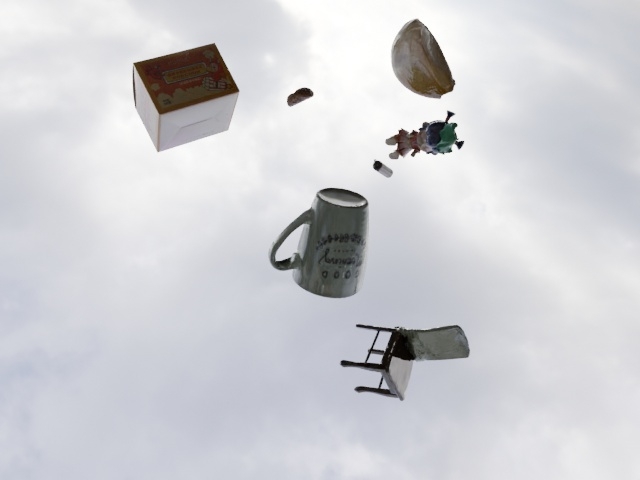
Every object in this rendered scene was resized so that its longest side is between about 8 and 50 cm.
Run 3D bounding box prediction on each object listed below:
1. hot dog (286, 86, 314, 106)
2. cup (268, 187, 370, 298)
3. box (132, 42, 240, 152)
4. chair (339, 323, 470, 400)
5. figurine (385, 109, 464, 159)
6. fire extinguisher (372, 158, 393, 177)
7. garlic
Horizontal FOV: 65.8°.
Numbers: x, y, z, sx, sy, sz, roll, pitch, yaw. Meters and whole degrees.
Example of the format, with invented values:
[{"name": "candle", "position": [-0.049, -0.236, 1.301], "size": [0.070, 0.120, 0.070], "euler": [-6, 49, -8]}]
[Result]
[{"name": "hot dog", "position": [-0.059, -0.399, 1.367], "size": [0.035, 0.083, 0.058], "euler": [63, -150, -20]}, {"name": "cup", "position": [0.000, 0.000, 1.223], "size": [0.257, 0.234, 0.186], "euler": [-3, -152, -22]}, {"name": "box", "position": [-0.457, -0.480, 1.667], "size": [0.283, 0.259, 0.214], "euler": [-26, -99, -25]}, {"name": "chair", "position": [0.241, 0.339, 1.399], "size": [0.319, 0.160, 0.186], "euler": [-2, -140, 31]}, {"name": "figurine", "position": [0.284, -0.282, 1.346], "size": [0.194, 0.112, 0.102], "euler": [1, -148, 33]}, {"name": "fire extinguisher", "position": [0.249, -0.295, 2.018], "size": [0.158, 0.043, 0.064], "euler": [16, -125, -60]}, {"name": "garlic", "position": [0.264, -0.479, 1.289], "size": [0.164, 0.145, 0.245], "euler": [43, -178, 42]}]
